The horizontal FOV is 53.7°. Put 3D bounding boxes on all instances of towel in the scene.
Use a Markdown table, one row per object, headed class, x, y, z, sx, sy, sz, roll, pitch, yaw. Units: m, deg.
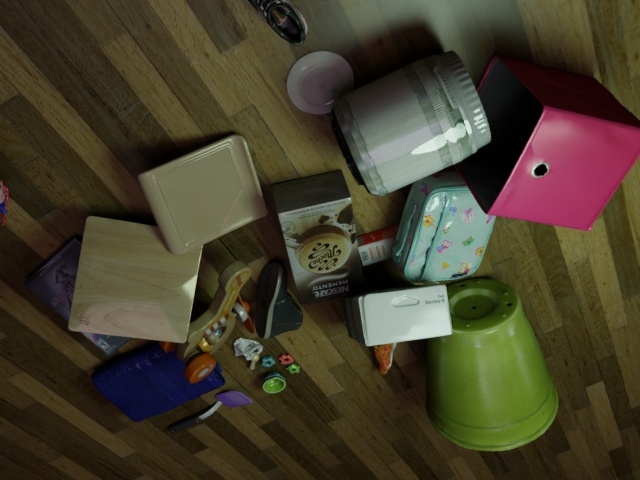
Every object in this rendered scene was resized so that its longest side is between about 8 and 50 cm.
| class | x | y | z | sx | sy | sz | roll | pitch | yaw |
| --- | --- | --- | --- | --- | --- | --- | --- | --- | --- |
| towel | -0.450 | 0.377 | 1.766 | 0.308 | 0.076 | 0.227 | -26 | 122 | 12 |

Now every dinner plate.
| class | x | y | z | sx | sy | sz | roll | pitch | yaw |
| --- | --- | --- | --- | --- | --- | --- | --- | --- | --- |
| dinner plate | 0.001 | -0.320 | 1.299 | 0.141 | 0.017 | 0.141 | -6 | 131 | -7 |

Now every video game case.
| class | x | y | z | sx | sy | sz | roll | pitch | yaw |
| --- | --- | --- | --- | --- | --- | --- | --- | --- | --- |
| video game case | -0.546 | 0.138 | 1.522 | 0.196 | 0.026 | 0.274 | -37 | 110 | 19 |

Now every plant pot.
| class | x | y | z | sx | sy | sz | roll | pitch | yaw |
| --- | --- | --- | --- | --- | --- | --- | --- | --- | --- |
| plant pot | 0.441 | 0.306 | 1.718 | 0.366 | 0.366 | 0.353 | -15 | 118 | 2 |

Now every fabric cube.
| class | x | y | z | sx | sy | sz | roll | pitch | yaw |
| --- | --- | --- | --- | --- | --- | --- | --- | --- | --- |
| fabric cube | 0.465 | -0.201 | 1.324 | 0.258 | 0.259 | 0.254 | 8 | 126 | -18 |

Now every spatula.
| class | x | y | z | sx | sy | sz | roll | pitch | yaw |
| --- | --- | --- | --- | --- | --- | --- | --- | --- | --- |
| spatula | -0.348 | 0.525 | 1.929 | 0.296 | 0.030 | 0.084 | -29 | 128 | 14 |

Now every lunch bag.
| class | x | y | z | sx | sy | sz | roll | pitch | yaw |
| --- | --- | --- | --- | --- | --- | --- | --- | --- | --- |
| lunch bag | 0.291 | -0.024 | 1.503 | 0.224 | 0.108 | 0.279 | -6 | 125 | -24 |

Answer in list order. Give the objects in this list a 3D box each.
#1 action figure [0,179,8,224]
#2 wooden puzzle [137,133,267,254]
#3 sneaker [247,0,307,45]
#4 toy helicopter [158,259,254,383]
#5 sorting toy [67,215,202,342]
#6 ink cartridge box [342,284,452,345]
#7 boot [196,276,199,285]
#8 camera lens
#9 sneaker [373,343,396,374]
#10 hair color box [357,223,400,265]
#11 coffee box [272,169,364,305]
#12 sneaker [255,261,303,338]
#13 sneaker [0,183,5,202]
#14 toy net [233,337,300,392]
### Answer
| class | x | y | z | sx | sy | sz | roll | pitch | yaw |
| --- | --- | --- | --- | --- | --- | --- | --- | --- | --- |
| action figure | -0.691 | -0.083 | 1.360 | 0.038 | 0.030 | 0.115 | 13 | 124 | -14 |
| wooden puzzle | -0.252 | -0.100 | 1.383 | 0.239 | 0.044 | 0.221 | -24 | 127 | -12 |
| sneaker | -0.083 | -0.427 | 1.152 | 0.178 | 0.077 | 0.072 | 35 | 115 | -31 |
| toy helicopter | -0.240 | 0.178 | 1.572 | 0.235 | 0.140 | 0.355 | -21 | 149 | -46 |
| sorting toy | -0.419 | 0.087 | 1.448 | 0.257 | 0.089 | 0.255 | 10 | 92 | -17 |
| ink cartridge box | 0.180 | 0.181 | 1.569 | 0.211 | 0.289 | 0.121 | -8 | 86 | -5 |
| boot | -0.388 | 0.110 | 1.560 | 0.158 | 0.059 | 0.084 | 14 | 130 | -22 |
| camera lens | 0.173 | -0.230 | 1.270 | 0.274 | 0.219 | 0.219 | -24 | 130 | 10 |
| sneaker | 0.185 | 0.323 | 1.851 | 0.067 | 0.064 | 0.175 | 10 | 124 | 7 |
| hair color box | 0.163 | 0.009 | 1.584 | 0.141 | 0.043 | 0.072 | -16 | 130 | 2 |
| coffee box | 0.000 | 0.000 | 1.496 | 0.168 | 0.119 | 0.297 | -13 | 131 | -1 |
| sneaker | -0.098 | 0.147 | 1.643 | 0.118 | 0.083 | 0.222 | -7 | 124 | -35 |
| sneaker | -0.685 | -0.141 | 1.259 | 0.131 | 0.112 | 0.319 | 24 | 130 | -20 |
| toy net | -0.156 | 0.349 | 1.807 | 0.122 | 0.045 | 0.232 | -29 | 129 | 14 |
